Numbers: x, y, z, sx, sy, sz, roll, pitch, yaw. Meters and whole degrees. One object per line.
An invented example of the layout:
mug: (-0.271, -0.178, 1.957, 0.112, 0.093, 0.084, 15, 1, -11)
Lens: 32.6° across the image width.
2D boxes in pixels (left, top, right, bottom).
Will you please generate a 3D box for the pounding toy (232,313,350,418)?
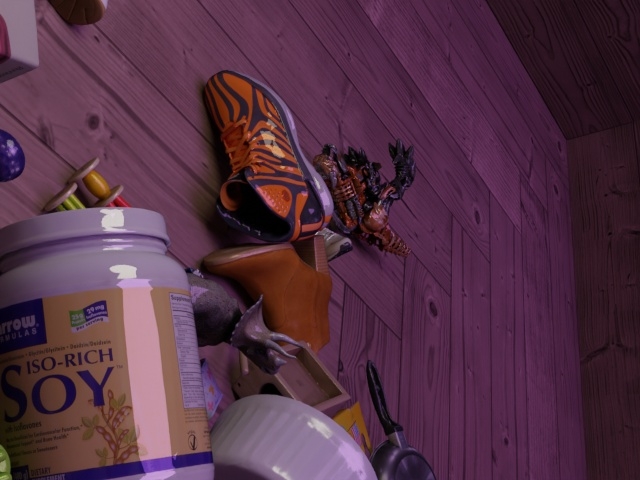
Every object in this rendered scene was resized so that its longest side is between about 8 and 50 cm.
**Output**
pounding toy: (-0.088, 0.219, 1.730, 0.206, 0.094, 0.181, 49, 29, 19)

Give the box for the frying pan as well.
frying pan: (0.154, 0.390, 1.954, 0.197, 0.053, 0.326, 32, 51, -39)

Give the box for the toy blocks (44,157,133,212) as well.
toy blocks: (-0.288, -0.023, 1.474, 0.148, 0.054, 0.123, 51, 34, -18)

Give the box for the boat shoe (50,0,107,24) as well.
boat shoe: (-0.375, -0.432, 1.502, 0.096, 0.098, 0.277, -77, 152, -43)

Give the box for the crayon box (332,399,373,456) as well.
crayon box: (-0.001, 0.410, 1.813, 0.318, 0.081, 0.202, -21, 96, -63)

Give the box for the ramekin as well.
ramekin: (-0.068, 0.365, 1.510, 0.135, 0.277, 0.277, -42, 115, -52)

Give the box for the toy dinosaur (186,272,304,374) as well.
toy dinosaur: (-0.185, 0.092, 1.513, 0.313, 0.160, 0.121, 33, 39, -37)

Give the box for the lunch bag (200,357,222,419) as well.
lunch bag: (-0.184, 0.223, 1.586, 0.083, 0.053, 0.071, -70, 141, -63)

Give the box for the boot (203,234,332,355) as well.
boot: (-0.073, 0.106, 1.812, 0.295, 0.104, 0.211, -8, 96, -53)

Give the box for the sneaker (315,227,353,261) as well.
sneaker: (0.000, 0.000, 1.968, 0.057, 0.161, 0.075, -27, 95, -22)

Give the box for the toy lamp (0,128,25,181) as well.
toy lamp: (-0.428, -0.041, 1.217, 0.080, 0.080, 0.275, 64, 30, -21)

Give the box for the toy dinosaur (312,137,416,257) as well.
toy dinosaur: (0.087, -0.082, 2.209, 0.322, 0.164, 0.218, 72, 35, -50)

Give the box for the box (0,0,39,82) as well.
box: (-0.448, -0.255, 1.208, 0.232, 0.148, 0.127, 13, 66, -60)

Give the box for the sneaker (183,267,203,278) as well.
sneaker: (-0.189, 0.068, 1.656, 0.135, 0.052, 0.058, 20, 53, -61)

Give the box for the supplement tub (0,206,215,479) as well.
supplement tub: (-0.260, 0.146, 1.270, 0.241, 0.241, 0.331, 10, 68, -61)

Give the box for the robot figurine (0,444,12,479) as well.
robot figurine: (-0.372, 0.241, 1.150, 0.067, 0.115, 0.101, -18, 95, -46)

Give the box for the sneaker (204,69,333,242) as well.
sneaker: (-0.116, -0.137, 1.770, 0.321, 0.124, 0.180, 54, 35, 9)
